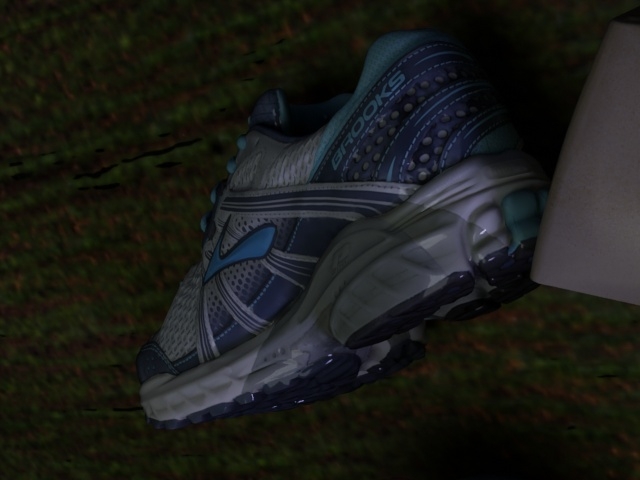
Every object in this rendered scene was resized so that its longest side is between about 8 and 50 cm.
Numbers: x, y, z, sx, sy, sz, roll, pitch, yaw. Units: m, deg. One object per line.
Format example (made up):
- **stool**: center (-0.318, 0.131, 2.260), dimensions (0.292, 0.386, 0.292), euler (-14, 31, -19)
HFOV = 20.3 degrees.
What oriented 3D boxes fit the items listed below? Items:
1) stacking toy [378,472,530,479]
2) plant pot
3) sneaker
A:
- **stacking toy**: center (0.123, 0.250, 0.779), dimensions (0.309, 0.130, 0.280), euler (13, 92, 36)
- **plant pot**: center (0.148, -0.036, 0.644), dimensions (0.109, 0.109, 0.096), euler (12, 114, 30)
- **sneaker**: center (0.000, 0.000, 0.790), dimensions (0.283, 0.110, 0.122), euler (-33, 70, 49)
